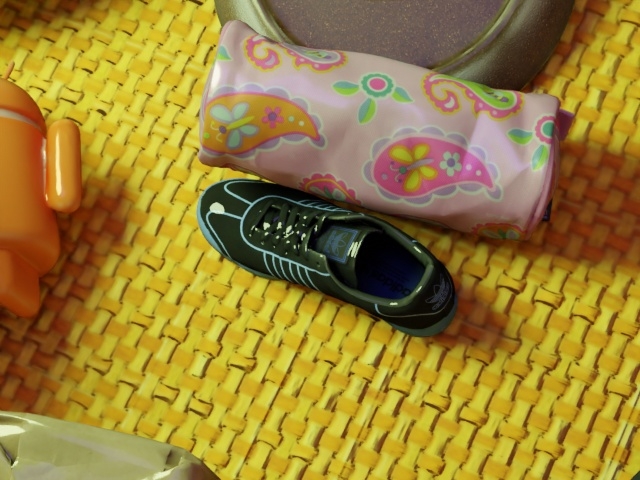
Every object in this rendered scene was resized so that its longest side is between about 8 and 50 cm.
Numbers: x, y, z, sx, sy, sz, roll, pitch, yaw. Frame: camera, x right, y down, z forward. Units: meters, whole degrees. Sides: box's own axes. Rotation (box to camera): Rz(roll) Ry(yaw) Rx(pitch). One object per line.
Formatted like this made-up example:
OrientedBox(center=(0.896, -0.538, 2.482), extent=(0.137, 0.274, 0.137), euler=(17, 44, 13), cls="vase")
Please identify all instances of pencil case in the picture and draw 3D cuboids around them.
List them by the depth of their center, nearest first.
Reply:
OrientedBox(center=(0.049, -0.084, 1.213), extent=(0.284, 0.124, 0.124), euler=(13, 72, 3), cls="pencil case")

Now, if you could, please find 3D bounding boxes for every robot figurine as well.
OrientedBox(center=(-0.281, -0.041, 1.281), extent=(0.158, 0.128, 0.219), euler=(-33, 59, 44), cls="robot figurine")

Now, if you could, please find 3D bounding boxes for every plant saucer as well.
OrientedBox(center=(0.057, -0.237, 1.291), extent=(0.310, 0.050, 0.310), euler=(-1, 85, 9), cls="plant saucer")

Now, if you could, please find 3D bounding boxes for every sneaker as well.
OrientedBox(center=(0.000, 0.000, 1.231), extent=(0.232, 0.090, 0.081), euler=(22, 75, 17), cls="sneaker")

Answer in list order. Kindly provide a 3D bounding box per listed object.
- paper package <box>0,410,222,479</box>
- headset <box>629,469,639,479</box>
OrientedBox(center=(-0.148, 0.303, 1.018), extent=(0.168, 0.325, 0.309), euler=(8, 71, 13), cls="paper package")
OrientedBox(center=(0.270, 0.270, 1.041), extent=(0.394, 0.185, 0.243), euler=(-27, 36, -1), cls="headset")
